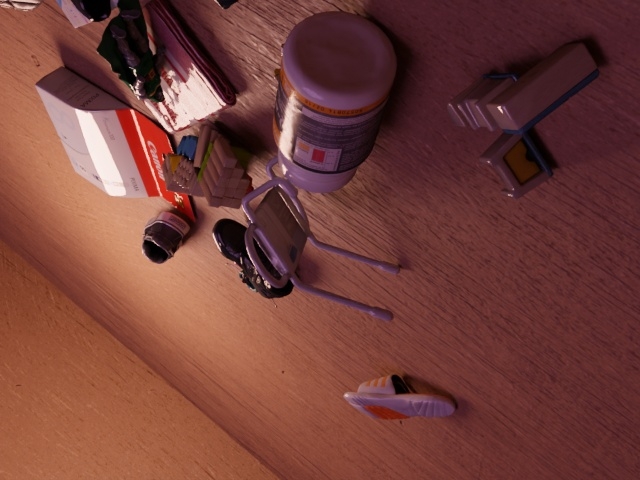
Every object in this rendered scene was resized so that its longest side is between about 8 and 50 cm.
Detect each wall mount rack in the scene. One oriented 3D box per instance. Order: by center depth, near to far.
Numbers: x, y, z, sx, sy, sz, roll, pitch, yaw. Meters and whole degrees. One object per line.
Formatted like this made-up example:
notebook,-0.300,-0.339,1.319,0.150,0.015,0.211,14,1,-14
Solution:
wall mount rack,0.000,0.000,1.697,0.304,0.130,0.350,55,-161,-13

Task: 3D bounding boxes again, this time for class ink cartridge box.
ink cartridge box,-0.425,-0.465,1.839,0.143,0.090,0.092,5,133,57
ink cartridge box,-0.478,-0.204,2.322,0.385,0.091,0.308,33,153,29

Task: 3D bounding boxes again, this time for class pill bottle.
pill bottle,0.012,-0.193,1.462,0.162,0.162,0.278,41,155,13

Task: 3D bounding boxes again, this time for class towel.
towel,-0.298,-0.328,1.911,0.237,0.037,0.329,53,156,-14

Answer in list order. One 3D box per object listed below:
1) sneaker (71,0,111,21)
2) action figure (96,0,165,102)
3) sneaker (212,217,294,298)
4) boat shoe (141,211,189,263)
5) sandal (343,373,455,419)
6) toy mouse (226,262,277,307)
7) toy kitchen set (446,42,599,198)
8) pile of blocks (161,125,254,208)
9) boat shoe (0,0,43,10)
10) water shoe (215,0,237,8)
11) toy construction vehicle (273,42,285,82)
sneaker,-0.376,-0.492,1.643,0.130,0.109,0.286,55,153,29
action figure,-0.328,-0.325,1.802,0.063,0.137,0.232,23,159,18
sneaker,-0.134,0.038,2.142,0.227,0.087,0.130,53,153,-20
boat shoe,-0.402,0.009,2.473,0.108,0.102,0.301,35,163,-12
sandal,0.176,0.331,2.113,0.265,0.076,0.102,-5,142,35
toy mouse,-0.164,0.070,2.299,0.143,0.031,0.161,23,146,41
toy kitchen set,0.273,-0.139,1.225,0.166,0.122,0.207,53,175,-15
pile of blocks,-0.208,-0.149,1.986,0.112,0.149,0.362,10,-176,-28
boat shoe,-0.512,-0.556,1.766,0.355,0.132,0.130,-32,57,44
water shoe,-0.213,-0.423,1.583,0.203,0.073,0.080,30,153,34
toy construction vehicle,-0.035,-0.263,1.583,0.098,0.035,0.086,40,155,15
